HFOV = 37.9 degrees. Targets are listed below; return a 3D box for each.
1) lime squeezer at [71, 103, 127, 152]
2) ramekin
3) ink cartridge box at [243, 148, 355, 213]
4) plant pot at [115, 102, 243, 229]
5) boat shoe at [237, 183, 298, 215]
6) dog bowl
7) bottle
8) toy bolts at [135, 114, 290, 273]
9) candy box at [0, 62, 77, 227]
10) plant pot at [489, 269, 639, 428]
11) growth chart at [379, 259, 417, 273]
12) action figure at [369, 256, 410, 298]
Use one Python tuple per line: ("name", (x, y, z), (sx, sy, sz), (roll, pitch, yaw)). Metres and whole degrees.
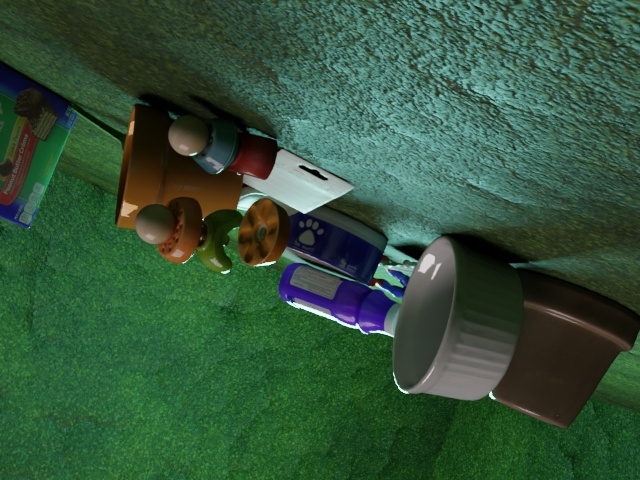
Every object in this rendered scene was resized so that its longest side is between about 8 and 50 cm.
("lime squeezer", (-0.352, -0.185, 1.859), (0.310, 0.059, 0.110), (22, 174, 12))
("ramekin", (0.236, 0.141, 1.607), (0.135, 0.277, 0.277), (15, 175, -11))
("ink cartridge box", (-0.040, -0.111, 1.560), (0.145, 0.045, 0.179), (26, 154, -22))
("plant pot", (-0.231, -0.109, 1.548), (0.187, 0.205, 0.205), (9, 177, -16))
("boat shoe", (-0.100, -0.091, 1.730), (0.081, 0.069, 0.227), (-27, 163, 18))
("dog bowl", (0.000, 0.000, 1.941), (0.264, 0.104, 0.265), (22, 173, 3))
("bottle", (0.050, 0.124, 1.899), (0.282, 0.092, 0.118), (18, 172, 36))
("toy bolts", (-0.157, -0.073, 1.369), (0.158, 0.229, 0.218), (16, 173, -38))
("candy box", (-0.654, -0.207, 1.770), (0.122, 0.268, 0.317), (12, 168, 41))
("plant pot", (0.410, 0.204, 1.673), (0.263, 0.229, 0.263), (22, 174, 2))
("growth chart", (0.212, 0.060, 1.954), (0.171, 0.021, 0.237), (10, 177, -15))
("action figure", (0.230, 0.137, 2.260), (0.139, 0.091, 0.280), (39, -175, 39))
